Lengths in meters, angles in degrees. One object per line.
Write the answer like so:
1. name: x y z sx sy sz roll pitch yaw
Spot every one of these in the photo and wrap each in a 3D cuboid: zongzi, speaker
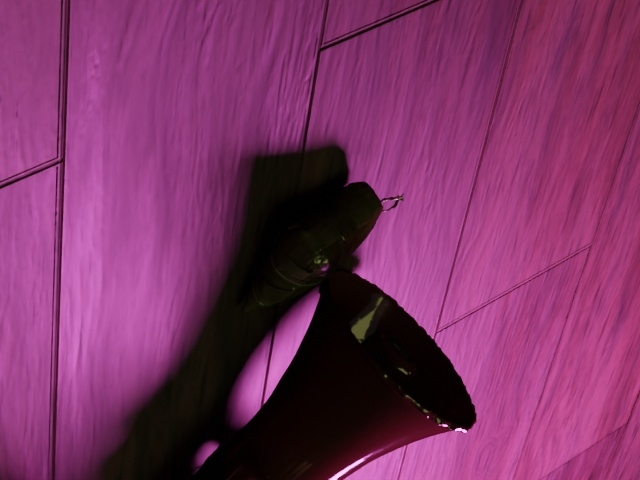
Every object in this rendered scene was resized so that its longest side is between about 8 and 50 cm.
1. zongzi: 0.000 0.000 1.590 0.154 0.062 0.130 -41 175 -43
2. speaker: -0.021 0.184 1.725 0.329 0.198 0.259 -43 -167 23
